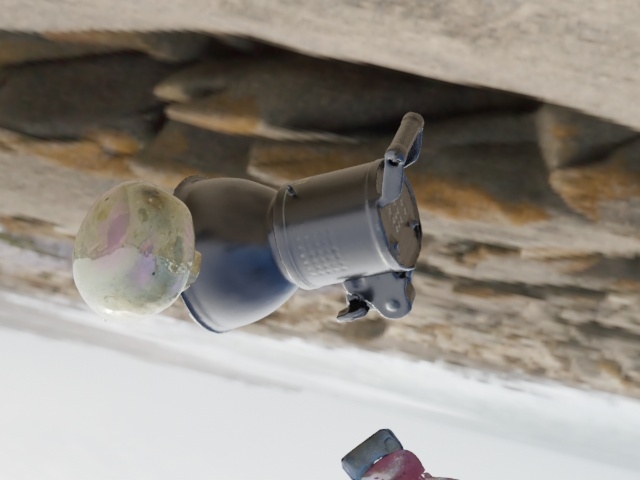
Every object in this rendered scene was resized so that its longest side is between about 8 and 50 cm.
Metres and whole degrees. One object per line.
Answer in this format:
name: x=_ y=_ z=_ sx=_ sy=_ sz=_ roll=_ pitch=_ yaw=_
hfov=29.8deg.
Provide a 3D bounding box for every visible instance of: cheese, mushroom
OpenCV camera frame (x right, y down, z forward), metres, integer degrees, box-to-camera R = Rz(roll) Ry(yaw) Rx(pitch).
cheese: x=0.071 y=0.193 z=0.827 sx=0.145 sy=0.095 sz=0.038 roll=50 pitch=168 yaw=27
mushroom: x=-0.102 y=0.008 z=0.681 sx=0.067 sy=0.083 sz=0.083 roll=28 pitch=166 yaw=-31

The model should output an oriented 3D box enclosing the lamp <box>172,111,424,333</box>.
lamp: x=0.000 y=0.000 z=1.054 sx=0.227 sy=0.172 sz=0.147 roll=-10 pitch=-155 yaw=24
